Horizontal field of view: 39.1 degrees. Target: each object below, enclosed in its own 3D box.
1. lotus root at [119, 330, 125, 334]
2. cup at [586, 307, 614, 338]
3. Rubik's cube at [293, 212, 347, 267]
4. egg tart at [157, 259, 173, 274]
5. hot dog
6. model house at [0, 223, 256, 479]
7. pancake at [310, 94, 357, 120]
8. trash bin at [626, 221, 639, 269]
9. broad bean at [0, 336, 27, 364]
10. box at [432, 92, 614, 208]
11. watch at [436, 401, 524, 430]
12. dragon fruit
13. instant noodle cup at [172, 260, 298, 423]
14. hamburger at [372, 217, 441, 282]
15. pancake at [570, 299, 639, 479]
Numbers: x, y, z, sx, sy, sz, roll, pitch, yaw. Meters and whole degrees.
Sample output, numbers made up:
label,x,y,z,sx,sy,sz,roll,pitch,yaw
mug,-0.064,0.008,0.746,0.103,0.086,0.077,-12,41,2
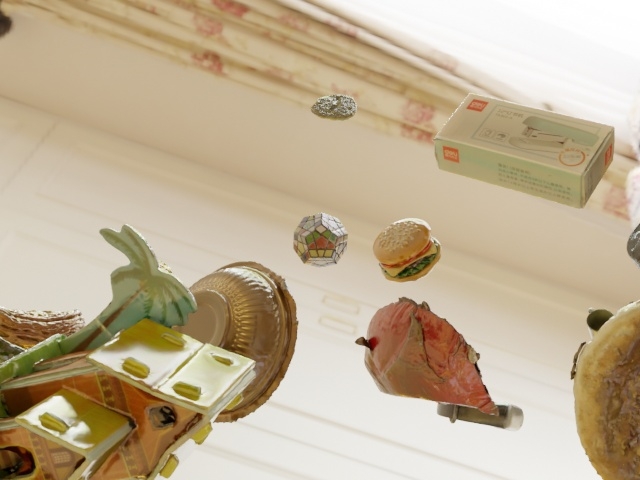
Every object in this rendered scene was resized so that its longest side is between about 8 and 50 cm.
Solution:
label,x,y,z,sx,sy,sz,roll,pitch,yaw
lotus root,-0.403,0.199,2.131,0.081,0.089,0.179,-21,6,32
cup,0.559,0.178,1.810,0.054,0.075,0.083,-45,-43,-16
Rubik's cube,0.000,0.000,1.764,0.093,0.111,0.111,-51,13,31
egg tart,-0.312,0.065,1.690,0.039,0.105,0.105,-62,6,20
hot dog,-0.587,0.201,1.759,0.175,0.259,0.114,-50,53,31
model house,-0.278,0.169,1.136,0.300,0.324,0.340,-36,-69,-68
pancake,0.032,-0.289,1.957,0.108,0.108,0.017,-75,-11,-51
trash bin,0.654,0.029,1.651,0.175,0.161,0.175,-47,16,18
broad bean,-0.518,0.194,1.520,0.046,0.195,0.061,-24,28,37
box,0.330,-0.150,1.477,0.135,0.269,0.079,-50,-36,-30
watch,0.353,0.387,2.050,0.206,0.193,0.068,22,-104,-61
dragon fruit,0.190,0.254,1.913,0.100,0.282,0.344,-32,20,-37
instant noodle cup,-0.168,0.150,1.434,0.091,0.274,0.273,29,-104,-50
hamburger,0.199,0.024,2.105,0.115,0.162,0.162,58,-150,-31
pancake,0.584,0.255,1.437,0.071,0.383,0.382,-91,20,-86
